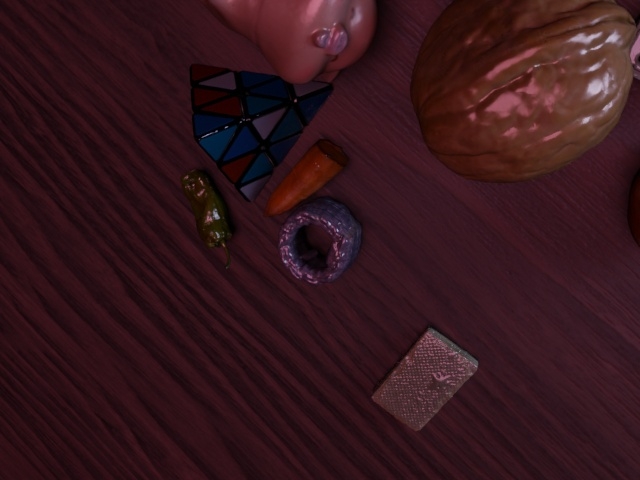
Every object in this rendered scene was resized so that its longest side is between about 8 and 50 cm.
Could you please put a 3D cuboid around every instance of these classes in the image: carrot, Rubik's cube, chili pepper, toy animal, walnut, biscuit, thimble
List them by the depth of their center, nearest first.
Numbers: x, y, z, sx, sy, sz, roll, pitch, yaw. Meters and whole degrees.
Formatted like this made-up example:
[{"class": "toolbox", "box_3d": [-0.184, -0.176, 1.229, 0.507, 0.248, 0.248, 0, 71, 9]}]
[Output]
[{"class": "walnut", "box_3d": [0.281, -0.230, 0.888, 0.313, 0.277, 0.252, -24, 137, 30]}, {"class": "toy animal", "box_3d": [-0.059, -0.379, 0.984, 0.326, 0.269, 0.237, 53, 133, 39]}, {"class": "Rubik's cube", "box_3d": [-0.191, -0.239, 1.115, 0.234, 0.250, 0.284, 50, 123, 20]}, {"class": "carrot", "box_3d": [-0.043, -0.102, 1.154, 0.205, 0.072, 0.072, -39, 92, 29]}, {"class": "thimble", "box_3d": [-0.001, 0.002, 1.157, 0.150, 0.098, 0.150, 7, 110, 18]}, {"class": "biscuit", "box_3d": [0.197, 0.270, 1.209, 0.121, 0.040, 0.199, 36, 115, 3]}, {"class": "chili pepper", "box_3d": [-0.216, -0.039, 1.235, 0.072, 0.073, 0.204, -24, 87, 42]}]

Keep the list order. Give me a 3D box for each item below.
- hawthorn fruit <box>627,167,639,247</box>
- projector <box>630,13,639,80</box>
[{"class": "hawthorn fruit", "box_3d": [0.532, -0.036, 0.923, 0.169, 0.169, 0.188, 6, 112, 18]}, {"class": "projector", "box_3d": [0.555, -0.306, 0.851, 0.198, 0.108, 0.250, 32, 115, 8]}]
